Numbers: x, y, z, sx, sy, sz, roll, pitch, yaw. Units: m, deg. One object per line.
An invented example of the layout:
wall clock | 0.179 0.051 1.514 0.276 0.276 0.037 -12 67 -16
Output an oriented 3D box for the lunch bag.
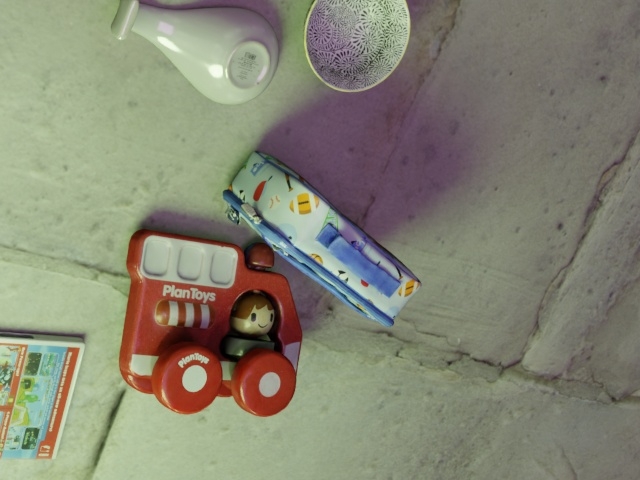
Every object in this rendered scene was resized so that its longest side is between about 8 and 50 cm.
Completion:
lunch bag | 0.000 0.000 1.311 0.303 0.243 0.115 37 92 -37

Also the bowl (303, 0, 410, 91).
bowl | 0.037 -0.306 1.286 0.170 0.080 0.170 -12 118 -24

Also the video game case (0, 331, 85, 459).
video game case | -0.500 0.222 1.276 0.285 0.025 0.204 9 108 -31

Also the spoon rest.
spoon rest | -0.165 -0.268 1.207 0.276 0.084 0.137 13 108 -47

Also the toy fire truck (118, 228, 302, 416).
toy fire truck | -0.156 0.122 1.349 0.302 0.169 0.254 9 90 -33
